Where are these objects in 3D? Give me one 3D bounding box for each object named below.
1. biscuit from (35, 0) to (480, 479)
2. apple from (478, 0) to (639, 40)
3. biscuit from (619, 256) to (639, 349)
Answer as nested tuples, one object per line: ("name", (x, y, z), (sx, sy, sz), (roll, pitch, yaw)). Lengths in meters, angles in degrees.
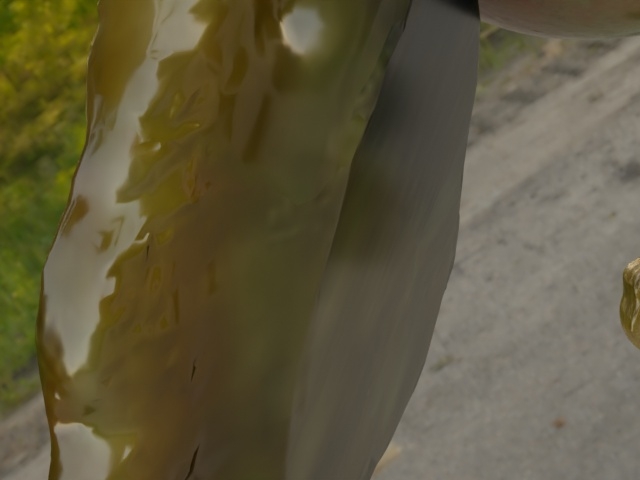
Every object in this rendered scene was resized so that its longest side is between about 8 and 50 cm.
("biscuit", (0.000, 0.000, 0.518), (0.078, 0.329, 0.335), (13, 13, 16))
("apple", (0.123, -0.259, 0.570), (0.348, 0.277, 0.349), (-32, 39, 31))
("biscuit", (0.265, -0.002, 0.741), (0.225, 0.166, 0.036), (-42, 22, -1))
